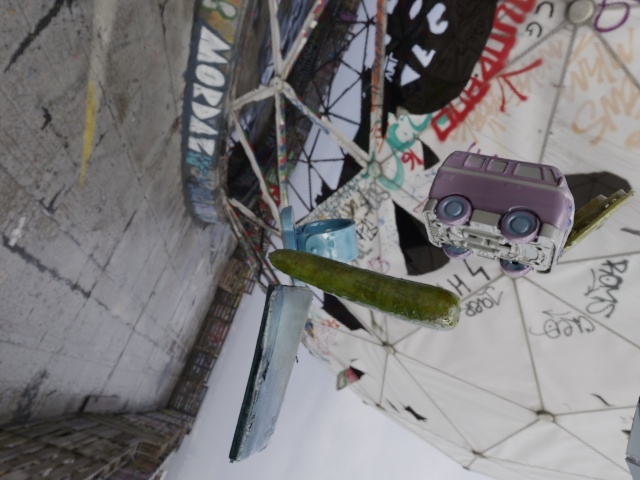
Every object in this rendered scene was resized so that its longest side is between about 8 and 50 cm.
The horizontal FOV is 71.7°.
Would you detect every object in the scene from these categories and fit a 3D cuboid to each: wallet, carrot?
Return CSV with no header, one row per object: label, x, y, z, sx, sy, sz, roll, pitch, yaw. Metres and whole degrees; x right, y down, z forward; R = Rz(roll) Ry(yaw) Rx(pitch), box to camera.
wallet,-0.104,0.284,0.999,0.190,0.046,0.379,27,75,-67
carrot,0.062,0.077,0.769,0.074,0.358,0.074,15,90,-70

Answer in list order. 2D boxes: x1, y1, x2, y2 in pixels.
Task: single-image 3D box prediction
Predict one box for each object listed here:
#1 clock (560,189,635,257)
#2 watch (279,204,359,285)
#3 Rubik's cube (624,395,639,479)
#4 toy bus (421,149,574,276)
clock,0.600,-0.040,1.012,0.237,0.057,0.237,-31,157,-15
watch,0.000,0.000,1.151,0.211,0.193,0.211,-8,90,-88
Rubik's cube,0.893,0.532,1.023,0.250,0.248,0.247,-62,148,-59
toy bus,0.275,-0.044,0.682,0.142,0.202,0.142,-62,150,-19
